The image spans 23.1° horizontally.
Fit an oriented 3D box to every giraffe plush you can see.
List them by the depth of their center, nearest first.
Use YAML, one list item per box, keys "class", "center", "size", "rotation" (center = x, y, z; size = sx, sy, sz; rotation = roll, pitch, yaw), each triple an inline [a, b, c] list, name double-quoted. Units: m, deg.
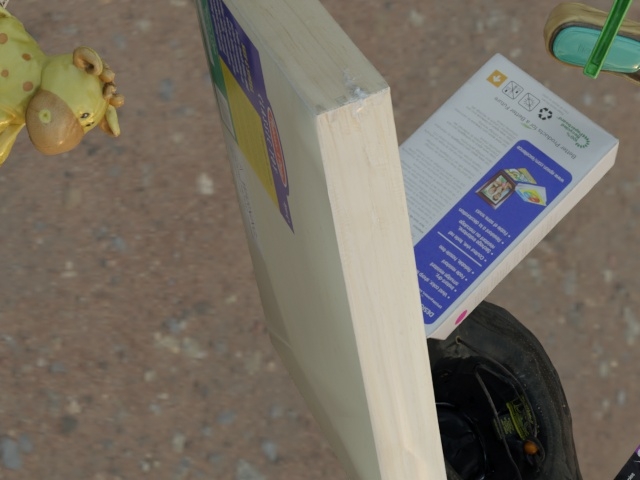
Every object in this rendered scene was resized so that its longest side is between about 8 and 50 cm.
- class: "giraffe plush"
  center: [-0.306, -0.156, 1.700]
  size: [0.181, 0.170, 0.210]
  rotation: [21, 89, -75]

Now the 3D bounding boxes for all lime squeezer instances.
- class: "lime squeezer"
  center: [0.302, -0.285, 1.401]
  size: [0.059, 0.310, 0.110]
  rotation: [15, 48, 3]

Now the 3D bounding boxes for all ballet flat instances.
- class: "ballet flat"
  center: [0.343, -0.199, 1.629]
  size: [0.232, 0.080, 0.073]
  rotation: [18, 35, -10]

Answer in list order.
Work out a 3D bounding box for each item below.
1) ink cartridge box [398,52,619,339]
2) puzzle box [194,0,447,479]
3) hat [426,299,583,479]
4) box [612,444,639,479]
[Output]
- class: "ink cartridge box"
  center: [0.136, -0.026, 1.684]
  size: [0.371, 0.176, 0.069]
  rotation: [-43, 158, -18]
- class: "puzzle box"
  center: [0.000, 0.000, 1.115]
  size: [0.052, 0.272, 0.409]
  rotation: [-20, 131, -11]
- class: "hat"
  center: [0.148, 0.214, 1.744]
  size: [0.331, 0.134, 0.331]
  rotation: [29, 47, -37]
- class: "box"
  center: [0.315, 0.244, 1.593]
  size: [0.162, 0.029, 0.116]
  rotation: [-58, 164, 25]
